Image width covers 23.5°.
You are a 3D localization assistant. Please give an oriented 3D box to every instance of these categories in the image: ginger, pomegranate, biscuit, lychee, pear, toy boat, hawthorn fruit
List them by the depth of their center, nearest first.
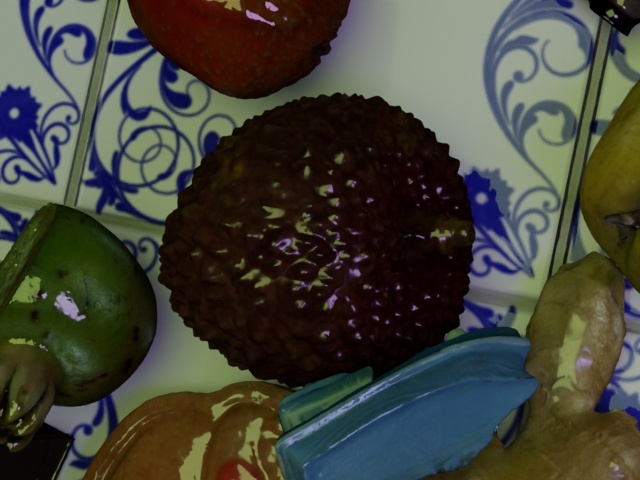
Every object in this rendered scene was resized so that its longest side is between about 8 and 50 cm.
[{"bbox_3d":[0.070,0.135,1.262,0.238,0.109,0.098,-24,36,-12],"label":"toy boat"},{"bbox_3d":[0.314,-0.014,1.267,0.267,0.267,0.178,43,55,15],"label":"pear"},{"bbox_3d":[0.220,0.241,1.334,0.348,0.122,0.363,-36,84,-7],"label":"ginger"},{"bbox_3d":[0.000,0.000,1.357,0.304,0.276,0.275,-7,82,36],"label":"lychee"},{"bbox_3d":[-0.096,-0.251,1.438,0.253,0.205,0.205,33,94,2],"label":"hawthorn fruit"},{"bbox_3d":[-0.236,0.083,1.442,0.159,0.241,0.190,34,101,-15],"label":"pomegranate"},{"bbox_3d":[-0.041,0.308,1.446,0.455,0.078,0.349,-1,80,16],"label":"biscuit"}]

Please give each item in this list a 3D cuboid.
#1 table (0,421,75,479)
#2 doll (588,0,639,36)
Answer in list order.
[{"bbox_3d":[-0.425,0.220,1.444,0.251,0.282,0.196,26,91,16],"label":"table"},{"bbox_3d":[0.323,-0.309,1.377,0.182,0.117,0.257,41,96,14],"label":"doll"}]
